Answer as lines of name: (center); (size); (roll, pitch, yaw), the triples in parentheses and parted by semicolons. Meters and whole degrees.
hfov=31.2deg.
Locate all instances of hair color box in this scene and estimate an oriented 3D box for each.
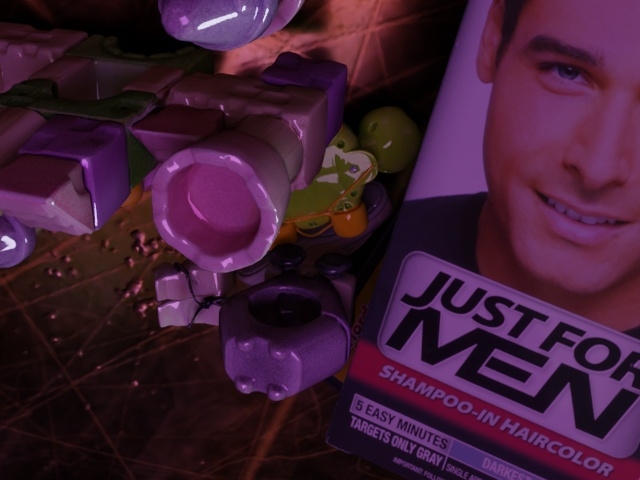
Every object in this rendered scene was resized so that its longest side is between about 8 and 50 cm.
hair color box: (0.152, -0.023, 0.663); (0.185, 0.113, 0.375); (22, 108, 16)

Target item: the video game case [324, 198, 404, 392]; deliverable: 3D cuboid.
video game case: (0.155, 0.048, 0.759); (0.248, 0.035, 0.275); (36, 112, 11)

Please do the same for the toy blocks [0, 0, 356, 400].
toy blocks: (-0.140, -0.030, 0.603); (0.288, 0.260, 0.309); (10, 122, 15)

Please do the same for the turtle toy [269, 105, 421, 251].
turtle toy: (0.002, -0.052, 0.747); (0.130, 0.066, 0.095); (-11, 115, 10)

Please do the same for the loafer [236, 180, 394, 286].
loafer: (0.000, 0.000, 0.797); (0.125, 0.045, 0.039); (-28, 134, 20)
